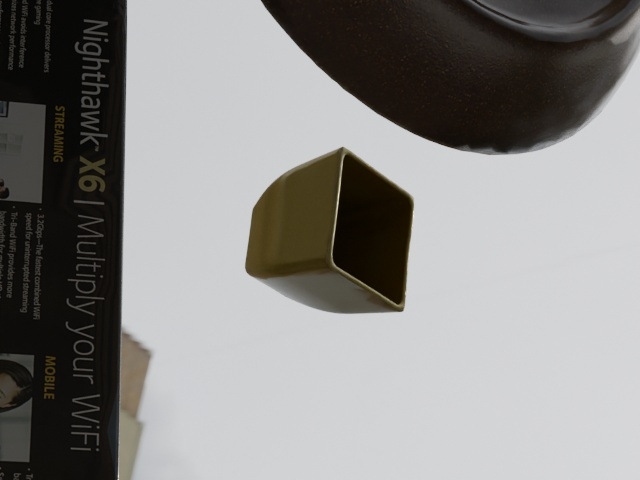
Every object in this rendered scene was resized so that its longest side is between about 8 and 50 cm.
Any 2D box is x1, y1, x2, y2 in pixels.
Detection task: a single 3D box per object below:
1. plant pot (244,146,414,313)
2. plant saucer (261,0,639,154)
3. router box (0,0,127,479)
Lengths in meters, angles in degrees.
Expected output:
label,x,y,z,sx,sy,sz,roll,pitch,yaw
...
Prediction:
label,x,y,z,sx,sy,sz,roll,pitch,yaw
plant pot,0.000,0.000,1.042,0.083,0.081,0.081,-11,-30,36
plant saucer,0.065,-0.194,0.760,0.310,0.310,0.050,45,-40,-20
router box,-0.193,0.004,0.587,0.243,0.308,0.081,4,-30,-11
